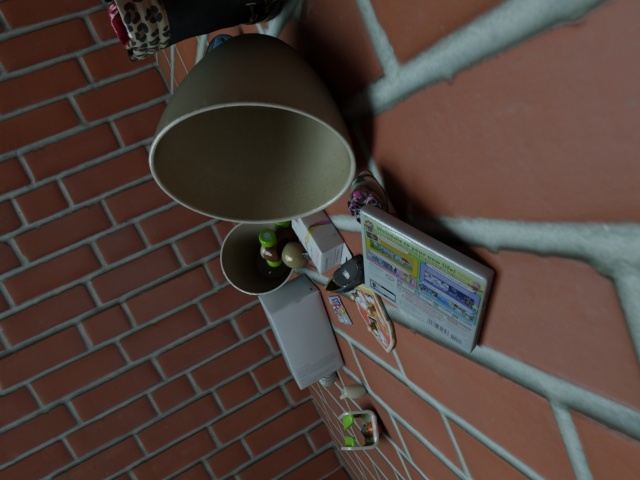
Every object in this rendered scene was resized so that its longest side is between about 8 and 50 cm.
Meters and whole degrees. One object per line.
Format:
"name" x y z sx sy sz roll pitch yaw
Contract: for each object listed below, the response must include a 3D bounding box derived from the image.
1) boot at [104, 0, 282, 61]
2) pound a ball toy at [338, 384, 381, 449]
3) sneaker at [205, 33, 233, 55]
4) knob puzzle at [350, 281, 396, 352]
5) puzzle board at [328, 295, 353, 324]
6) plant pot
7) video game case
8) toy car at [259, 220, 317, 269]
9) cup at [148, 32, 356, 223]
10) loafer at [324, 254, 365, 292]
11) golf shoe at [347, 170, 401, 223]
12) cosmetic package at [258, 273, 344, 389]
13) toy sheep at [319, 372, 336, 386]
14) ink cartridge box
"boot" -0.197 -0.392 0.781 0.377 0.284 0.138 38 150 59
"pound a ball toy" 0.144 0.647 1.756 0.319 0.135 0.208 98 169 -66
"sneaker" -0.251 -0.406 1.281 0.140 0.125 0.341 59 164 26
"knob puzzle" 0.123 0.189 1.171 0.213 0.030 0.213 57 164 26
"puzzle board" 0.058 0.216 1.486 0.096 0.011 0.128 64 166 2
"plant pot" -0.196 0.066 1.732 0.256 0.256 0.274 62 -179 8
"video game case" 0.151 0.059 0.734 0.212 0.023 0.193 33 150 31
"toy car" -0.074 0.026 1.480 0.188 0.149 0.155 27 155 19
"cup" -0.112 -0.211 0.839 0.331 0.331 0.237 94 173 -64
"loafer" 0.058 0.087 1.128 0.062 0.061 0.170 65 156 22
"golf shoe" 0.107 -0.033 0.807 0.186 0.067 0.086 61 -149 -34
"cosmetic package" -0.064 0.332 1.754 0.155 0.197 0.366 42 152 59
"toy sheep" 0.026 0.577 2.081 0.091 0.091 0.132 47 153 49
"ink cartridge box" 0.000 0.000 1.203 0.198 0.067 0.115 57 164 25
